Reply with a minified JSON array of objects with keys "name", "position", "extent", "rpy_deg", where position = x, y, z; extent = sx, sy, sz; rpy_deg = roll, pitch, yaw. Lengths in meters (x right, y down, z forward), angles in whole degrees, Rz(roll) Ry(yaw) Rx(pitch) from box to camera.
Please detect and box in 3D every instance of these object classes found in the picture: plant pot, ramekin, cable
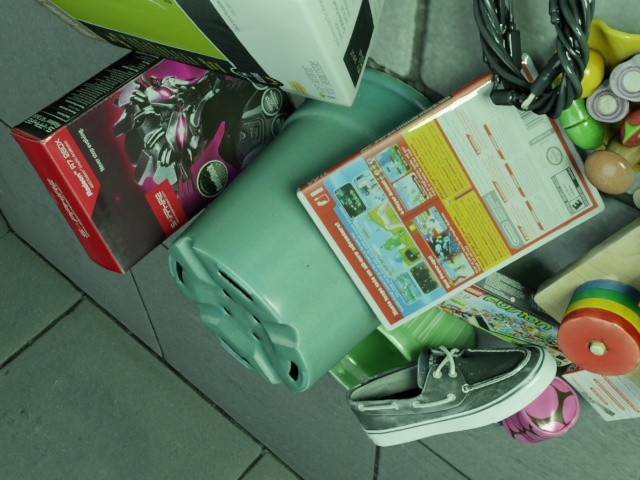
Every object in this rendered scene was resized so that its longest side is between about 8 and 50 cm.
[{"name":"plant pot","position":[0.000,0.000,1.040],"extent":[0.341,0.334,0.341],"rpy_deg":[34,151,22]},{"name":"ramekin","position":[0.113,0.154,1.298],"extent":[0.303,0.148,0.303],"rpy_deg":[35,152,22]},{"name":"cable","position":[0.193,-0.206,0.709],"extent":[0.150,0.047,0.185],"rpy_deg":[-131,35,-61]}]

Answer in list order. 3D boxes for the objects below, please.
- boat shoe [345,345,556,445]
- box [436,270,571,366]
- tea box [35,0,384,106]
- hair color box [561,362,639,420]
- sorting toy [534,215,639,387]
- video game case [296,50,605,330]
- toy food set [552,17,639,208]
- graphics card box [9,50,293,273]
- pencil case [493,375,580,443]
[{"name":"boat shoe","position":[0.173,0.197,1.081],"extent":[0.301,0.108,0.102],"rpy_deg":[-23,113,29]},{"name":"box","position":[0.268,0.101,1.040],"extent":[0.206,0.036,0.114],"rpy_deg":[26,154,-5]},{"name":"tea box","position":[-0.109,-0.289,0.673],"extent":[0.323,0.220,0.329],"rpy_deg":[16,179,8]},{"name":"hair color box","position":[0.406,0.179,1.004],"extent":[0.093,0.053,0.167],"rpy_deg":[46,153,-2]},{"name":"sorting toy","position":[0.386,0.103,0.796],"extent":[0.257,0.089,0.255],"rpy_deg":[39,142,-1]},{"name":"video game case","position":[0.146,-0.047,0.859],"extent":[0.204,0.285,0.025],"rpy_deg":[56,-171,-19]},{"name":"toy food set","position":[0.292,-0.106,0.749],"extent":[0.218,0.071,0.128],"rpy_deg":[53,153,-14]},{"name":"graphics card box","position":[-0.211,-0.156,1.093],"extent":[0.094,0.371,0.233],"rpy_deg":[21,143,42]},{"name":"pencil case","position":[0.317,0.248,1.144],"extent":[0.209,0.095,0.098],"rpy_deg":[81,167,-72]}]
